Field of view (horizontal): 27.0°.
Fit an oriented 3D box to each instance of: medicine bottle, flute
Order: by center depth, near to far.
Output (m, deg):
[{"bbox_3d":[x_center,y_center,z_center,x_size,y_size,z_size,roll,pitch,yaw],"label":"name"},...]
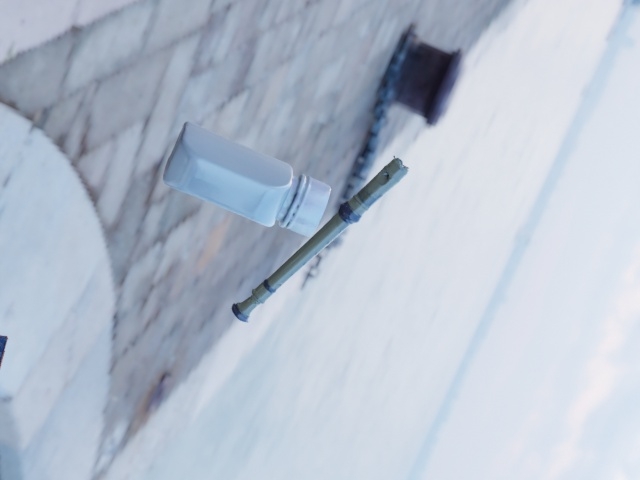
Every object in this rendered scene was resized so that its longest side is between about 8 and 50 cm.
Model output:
[{"bbox_3d":[0.000,0.000,1.346,0.233,0.027,0.027,-42,177,12],"label":"flute"},{"bbox_3d":[-0.084,-0.068,1.521,0.119,0.183,0.069,-98,-150,-71],"label":"medicine bottle"}]

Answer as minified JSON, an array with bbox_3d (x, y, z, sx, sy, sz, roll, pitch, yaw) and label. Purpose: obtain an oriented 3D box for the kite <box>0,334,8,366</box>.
[{"bbox_3d":[-0.387,0.124,1.368,0.159,0.190,0.010,-26,158,-43],"label":"kite"}]
